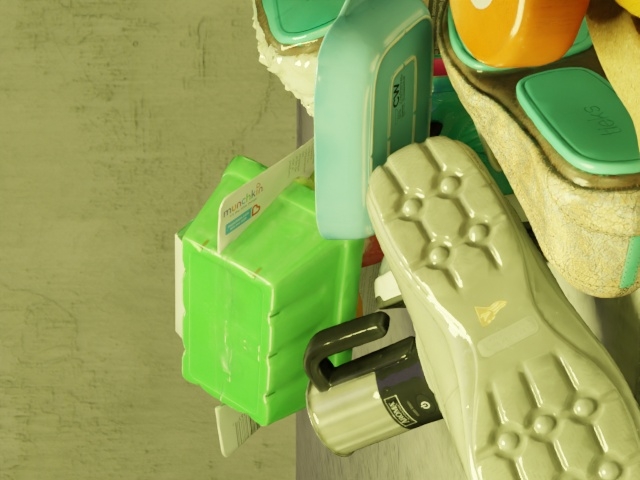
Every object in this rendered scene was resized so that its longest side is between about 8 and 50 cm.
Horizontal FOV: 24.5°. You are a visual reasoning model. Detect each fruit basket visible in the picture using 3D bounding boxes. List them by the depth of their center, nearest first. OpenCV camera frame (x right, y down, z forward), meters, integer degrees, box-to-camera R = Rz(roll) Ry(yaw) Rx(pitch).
[{"bbox_3d":[0.000,0.000,1.466,0.353,0.165,0.327,-48,-28,-42],"label":"fruit basket"}]

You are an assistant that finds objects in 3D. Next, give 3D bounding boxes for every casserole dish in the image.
[{"bbox_3d":[0.039,-0.080,0.964,0.114,0.037,0.188,-46,-34,-44],"label":"casserole dish"}]

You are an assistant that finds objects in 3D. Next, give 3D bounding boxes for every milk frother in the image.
[{"bbox_3d":[0.065,0.110,1.374,0.129,0.134,0.143,62,-150,-7],"label":"milk frother"}]

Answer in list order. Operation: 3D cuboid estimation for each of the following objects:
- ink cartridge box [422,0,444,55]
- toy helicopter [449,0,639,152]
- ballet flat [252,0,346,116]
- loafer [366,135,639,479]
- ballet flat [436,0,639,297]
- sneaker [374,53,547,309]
[{"bbox_3d":[0.100,-0.199,1.257,0.235,0.088,0.193,-102,13,-57],"label":"ink cartridge box"},{"bbox_3d":[0.180,-0.071,0.514,0.235,0.140,0.355,110,149,-50],"label":"toy helicopter"},{"bbox_3d":[-0.004,-0.240,1.253,0.147,0.147,0.409,95,172,-46],"label":"ballet flat"},{"bbox_3d":[0.123,0.084,0.895,0.111,0.112,0.319,52,-164,-65],"label":"loafer"},{"bbox_3d":[0.135,-0.071,0.898,0.316,0.107,0.106,-98,2,-57],"label":"ballet flat"},{"bbox_3d":[0.095,-0.052,1.129,0.295,0.123,0.178,131,133,-70],"label":"sneaker"}]
